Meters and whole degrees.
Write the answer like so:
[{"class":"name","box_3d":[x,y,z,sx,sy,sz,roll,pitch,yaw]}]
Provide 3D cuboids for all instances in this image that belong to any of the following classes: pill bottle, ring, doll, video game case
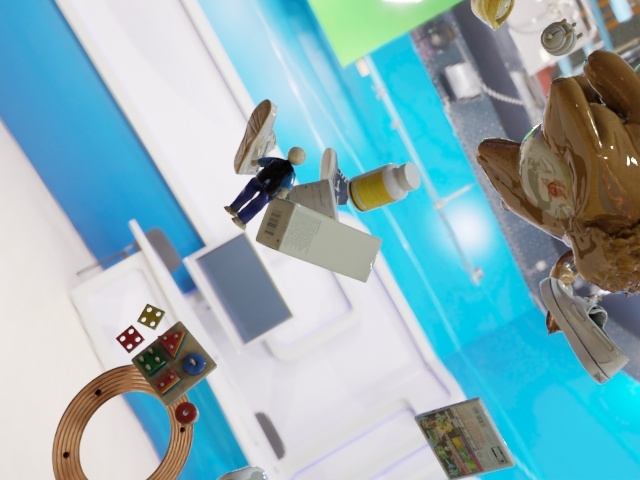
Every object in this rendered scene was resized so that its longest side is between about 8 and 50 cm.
[{"class":"pill bottle","box_3d":[0.170,-0.146,2.210,0.103,0.184,0.103,25,56,-45]},{"class":"ring","box_3d":[-0.422,0.430,1.784,0.032,0.336,0.337,9,-44,48]},{"class":"doll","box_3d":[-0.103,-0.111,1.576,0.046,0.189,0.129,36,14,-50]},{"class":"video game case","box_3d":[0.357,0.496,2.056,0.201,0.183,0.023,60,29,-11]}]

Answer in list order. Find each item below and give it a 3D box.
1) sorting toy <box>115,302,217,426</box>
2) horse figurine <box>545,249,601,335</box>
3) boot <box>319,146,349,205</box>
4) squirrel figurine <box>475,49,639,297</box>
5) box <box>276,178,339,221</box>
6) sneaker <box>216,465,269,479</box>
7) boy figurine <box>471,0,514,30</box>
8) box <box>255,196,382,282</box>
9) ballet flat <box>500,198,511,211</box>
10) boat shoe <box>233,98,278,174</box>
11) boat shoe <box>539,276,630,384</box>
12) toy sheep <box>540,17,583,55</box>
[{"class":"sorting toy","box_3d":[-0.311,0.242,1.711,0.274,0.132,0.046,46,-14,21]},{"class":"horse figurine","box_3d":[0.727,0.135,2.402,0.066,0.174,0.263,-124,-153,-72]},{"class":"boot","box_3d":[0.047,-0.190,2.476,0.069,0.086,0.190,-128,-141,-52]},{"class":"squirrel figurine","box_3d":[0.526,-0.120,1.320,0.397,0.370,0.281,61,-22,14]},{"class":"box","box_3d":[-0.046,-0.092,2.403,0.038,0.186,0.145,-8,88,-72]},{"class":"sneaker","box_3d":[-0.123,0.504,1.450,0.115,0.105,0.281,-122,-156,-47]},{"class":"boy figurine","box_3d":[0.392,-0.508,1.568,0.092,0.285,0.177,52,43,1]},{"class":"box","box_3d":[0.000,0.000,1.810,0.275,0.113,0.094,23,-2,-41]},{"class":"ballet flat","box_3d":[0.621,-0.121,2.352,0.079,0.221,0.077,-140,-140,-65]},{"class":"boat shoe","box_3d":[-0.175,-0.306,2.489,0.277,0.096,0.098,-58,-146,40]},{"class":"boat shoe","box_3d":[0.505,0.155,1.574,0.095,0.084,0.258,33,26,-39]},{"class":"toy sheep","box_3d":[0.570,-0.484,1.977,0.132,0.091,0.091,1,50,-49]}]
